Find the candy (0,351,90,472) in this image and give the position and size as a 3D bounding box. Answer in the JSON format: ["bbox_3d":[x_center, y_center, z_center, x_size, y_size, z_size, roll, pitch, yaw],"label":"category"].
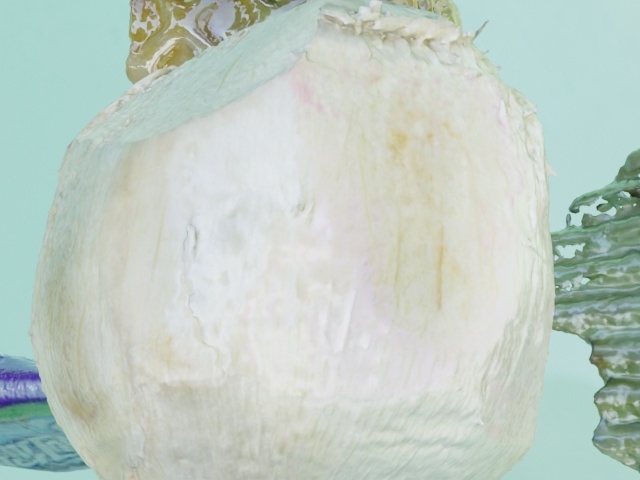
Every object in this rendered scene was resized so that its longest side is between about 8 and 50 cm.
[{"bbox_3d":[-0.209,0.104,1.104,0.275,0.145,0.070,3,71,30],"label":"candy"}]

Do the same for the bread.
[{"bbox_3d":[-0.016,-0.154,1.213,0.232,0.088,0.128,7,42,8],"label":"bread"}]

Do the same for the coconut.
[{"bbox_3d":[-0.008,0.024,0.591,0.194,0.194,0.194,-3,80,15],"label":"coconut"}]

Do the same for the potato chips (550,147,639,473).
[{"bbox_3d":[0.399,0.030,1.797,0.389,0.097,0.373,-41,53,27],"label":"potato chips"}]
